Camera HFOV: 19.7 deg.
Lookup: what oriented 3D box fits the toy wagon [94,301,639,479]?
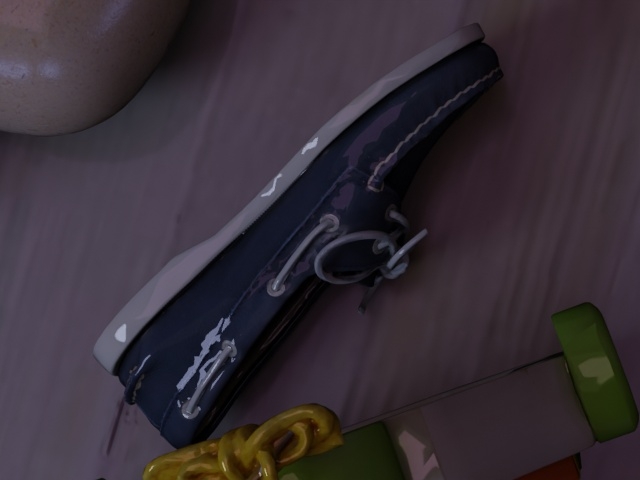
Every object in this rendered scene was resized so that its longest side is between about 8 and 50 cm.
[{"bbox_3d":[0.000,0.101,0.766,0.267,0.344,0.068,-21,85,6],"label":"toy wagon"}]

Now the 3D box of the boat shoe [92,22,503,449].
[{"bbox_3d":[0.000,0.000,0.900,0.254,0.095,0.079,-42,80,5],"label":"boat shoe"}]

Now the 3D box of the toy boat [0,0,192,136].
[{"bbox_3d":[-0.222,-0.104,0.929,0.267,0.148,0.318,29,83,4],"label":"toy boat"}]
